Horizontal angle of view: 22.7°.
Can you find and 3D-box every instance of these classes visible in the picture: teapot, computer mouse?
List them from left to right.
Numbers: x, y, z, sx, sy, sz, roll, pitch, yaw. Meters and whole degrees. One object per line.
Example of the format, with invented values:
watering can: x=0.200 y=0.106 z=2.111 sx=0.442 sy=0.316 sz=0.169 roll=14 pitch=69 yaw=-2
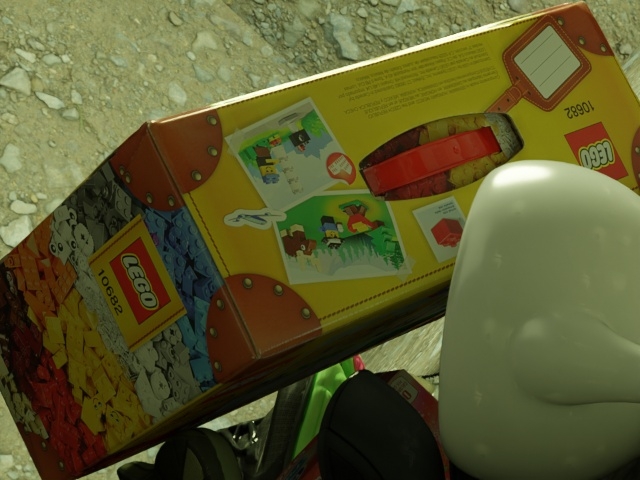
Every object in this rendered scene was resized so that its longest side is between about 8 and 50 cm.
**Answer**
computer mouse: x=0.082 y=0.187 z=1.173 sx=0.060 sy=0.262 sz=0.184 roll=4 pitch=33 yaw=31
teapot: x=0.197 y=0.066 z=1.131 sx=0.252 sy=0.187 sz=0.256 roll=80 pitch=-157 yaw=-50

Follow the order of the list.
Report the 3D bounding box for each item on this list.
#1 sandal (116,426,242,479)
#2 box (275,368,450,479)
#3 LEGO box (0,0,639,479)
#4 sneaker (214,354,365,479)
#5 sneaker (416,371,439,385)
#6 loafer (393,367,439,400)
sandal: x=-0.104 y=0.229 z=1.378 sx=0.086 sy=0.120 sz=0.303 roll=-17 pitch=-9 yaw=-24
box: x=0.015 y=0.272 z=1.413 sx=0.300 sy=0.154 sz=0.142 roll=-46 pitch=2 yaw=-10
LEGO box: x=0.000 y=0.000 z=1.386 sx=0.500 sy=0.193 sz=0.372 roll=-21 pitch=-9 yaw=-40
sneaker: x=-0.096 y=0.287 z=1.774 sx=0.483 sy=0.202 sz=0.185 roll=-62 pitch=-10 yaw=31
sneaker: x=0.147 y=0.193 z=2.158 sx=0.083 sy=0.037 sz=0.032 roll=-45 pitch=0 yaw=23
loafer: x=0.054 y=0.258 z=2.071 sx=0.251 sy=0.087 sz=0.094 roll=-47 pitch=1 yaw=15
